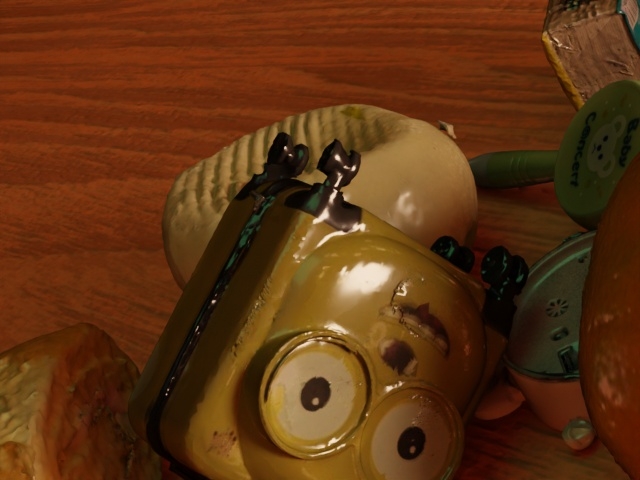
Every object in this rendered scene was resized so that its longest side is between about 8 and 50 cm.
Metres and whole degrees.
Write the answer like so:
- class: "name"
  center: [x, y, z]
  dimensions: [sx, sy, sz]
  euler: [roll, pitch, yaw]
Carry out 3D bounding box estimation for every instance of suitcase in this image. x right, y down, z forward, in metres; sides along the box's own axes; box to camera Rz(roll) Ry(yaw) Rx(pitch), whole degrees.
- class: "suitcase"
  center: [0.009, 0.075, 0.970]
  dimensions: [0.143, 0.194, 0.235]
  euler: [13, 74, 60]

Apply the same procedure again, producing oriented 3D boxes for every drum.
- class: "drum"
  center: [0.188, -0.041, 1.160]
  dimensions: [0.253, 0.049, 0.130]
  euler: [-27, 48, 55]

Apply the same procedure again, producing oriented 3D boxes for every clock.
- class: "clock"
  center: [0.192, 0.055, 0.997]
  dimensions: [0.229, 0.063, 0.156]
  euler: [-26, 28, 16]

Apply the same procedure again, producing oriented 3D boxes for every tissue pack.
- class: "tissue pack"
  center: [0.242, -0.176, 1.248]
  dimensions: [0.082, 0.120, 0.169]
  euler: [-18, 33, 28]

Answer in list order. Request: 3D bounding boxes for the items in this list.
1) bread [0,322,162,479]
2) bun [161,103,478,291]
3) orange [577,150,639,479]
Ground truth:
- class: "bread"
  center: [-0.310, 0.220, 1.155]
  dimensions: [0.375, 0.165, 0.236]
  euler: [-27, 26, 15]
- class: "bun"
  center: [0.000, 0.000, 1.191]
  dimensions: [0.259, 0.160, 0.259]
  euler: [-16, 19, 6]
- class: "orange"
  center: [0.277, 0.031, 0.854]
  dimensions: [0.274, 0.274, 0.310]
  euler: [-5, 64, 42]
